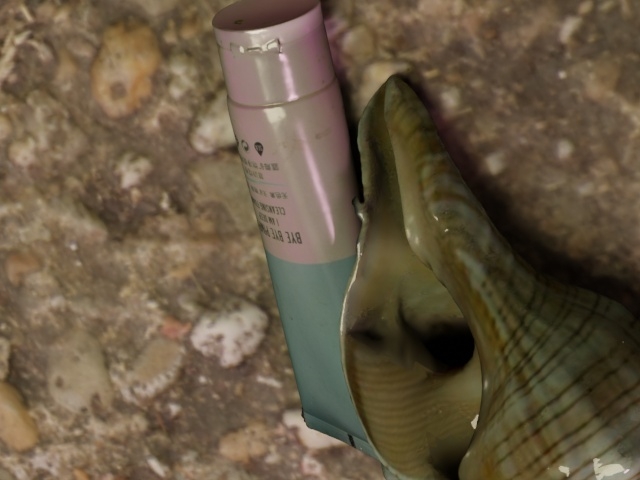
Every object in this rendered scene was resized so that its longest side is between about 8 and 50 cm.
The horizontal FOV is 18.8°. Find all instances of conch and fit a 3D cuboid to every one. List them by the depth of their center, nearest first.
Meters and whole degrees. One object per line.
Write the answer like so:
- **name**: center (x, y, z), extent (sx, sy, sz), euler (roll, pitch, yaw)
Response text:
- **conch**: center (0.117, 0.092, 1.169), extent (0.203, 0.169, 0.386), euler (-31, 63, 14)

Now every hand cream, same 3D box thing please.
- **hand cream**: center (0.000, 0.000, 1.227), extent (0.111, 0.070, 0.312), euler (21, 131, 49)
